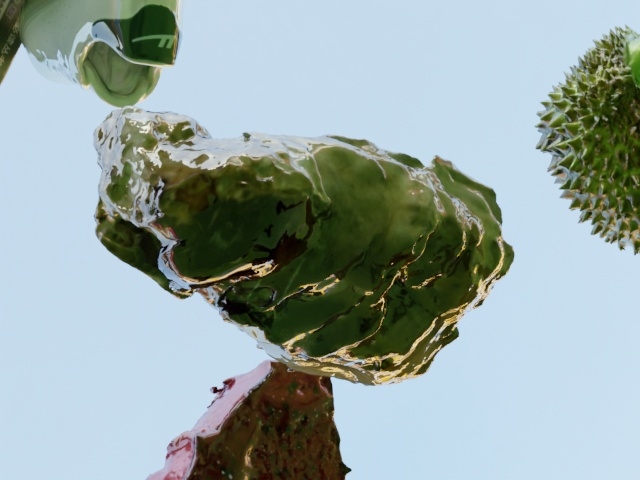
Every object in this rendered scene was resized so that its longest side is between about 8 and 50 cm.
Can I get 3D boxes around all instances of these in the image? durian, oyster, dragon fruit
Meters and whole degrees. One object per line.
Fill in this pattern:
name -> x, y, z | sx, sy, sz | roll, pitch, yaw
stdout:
durian -> 0.324, -0.086, 1.584 | 0.237, 0.200, 0.176 | 46, -58, 1
oyster -> -0.015, 0.007, 0.822 | 0.232, 0.107, 0.161 | 29, -74, -21
dragon fruit -> -0.054, 0.219, 1.135 | 0.163, 0.189, 0.262 | -10, -89, -10

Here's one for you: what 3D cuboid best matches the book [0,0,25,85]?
book -> -0.289, -0.253, 1.219 | 0.202, 0.027, 0.264 | -68, -25, -10

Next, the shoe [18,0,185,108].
shoe -> -0.175, -0.149, 1.215 | 0.095, 0.265, 0.110 | 4, -106, -24
